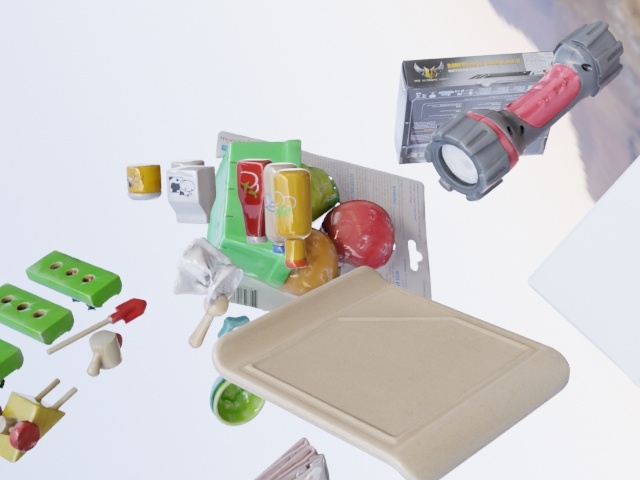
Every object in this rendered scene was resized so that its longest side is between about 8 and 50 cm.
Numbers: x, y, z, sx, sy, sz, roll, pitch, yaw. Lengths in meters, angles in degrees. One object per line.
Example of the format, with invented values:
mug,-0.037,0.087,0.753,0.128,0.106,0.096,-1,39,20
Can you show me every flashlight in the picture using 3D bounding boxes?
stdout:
flashlight,0.263,-0.172,1.483,0.103,0.304,0.103,55,155,-12

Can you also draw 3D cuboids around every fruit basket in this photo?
fruit basket,0.000,0.000,1.793,0.353,0.165,0.327,17,-131,-21

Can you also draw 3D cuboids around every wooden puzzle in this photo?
wooden puzzle,0.061,0.113,1.030,0.238,0.044,0.221,26,-144,36

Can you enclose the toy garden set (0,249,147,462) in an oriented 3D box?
toy garden set,-0.284,0.117,1.182,0.244,0.203,0.049,-40,-47,-37

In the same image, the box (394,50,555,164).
box,0.230,-0.194,1.762,0.183,0.231,0.056,90,175,-57

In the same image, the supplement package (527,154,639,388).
supplement package,0.317,-0.001,0.843,0.199,0.198,0.262,44,-151,13

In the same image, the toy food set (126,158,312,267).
toy food set,-0.104,-0.033,1.332,0.111,0.232,0.105,-24,-65,-64

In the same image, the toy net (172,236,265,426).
toy net,-0.093,0.097,1.347,0.045,0.122,0.232,41,149,54

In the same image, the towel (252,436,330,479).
towel,-0.088,0.451,1.473,0.053,0.317,0.332,28,144,39
